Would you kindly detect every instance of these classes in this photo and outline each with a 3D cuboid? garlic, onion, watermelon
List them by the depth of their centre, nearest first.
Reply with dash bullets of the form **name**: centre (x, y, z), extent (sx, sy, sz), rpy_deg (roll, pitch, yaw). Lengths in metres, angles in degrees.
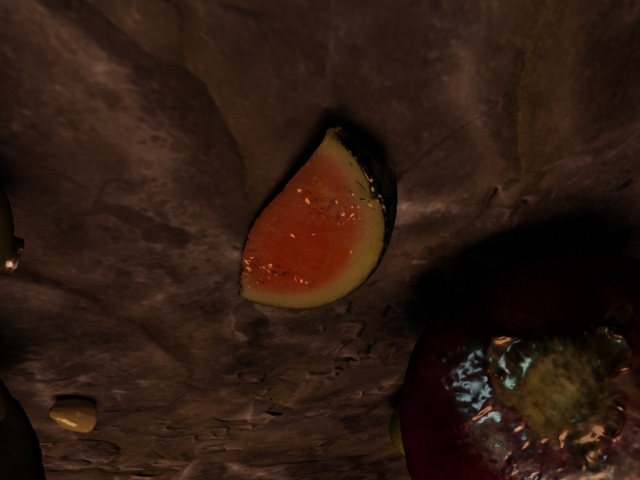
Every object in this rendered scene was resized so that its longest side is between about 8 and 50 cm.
- **watermelon**: centre (-0.001, -0.005, 0.475), extent (0.119, 0.063, 0.245), rpy_deg (20, 140, -13)
- **onion**: centre (0.306, 0.212, 0.653), extent (0.398, 0.399, 0.420), rpy_deg (-22, 168, 10)
- **garlic**: centre (-0.329, 0.239, 0.699), extent (0.053, 0.041, 0.083), rpy_deg (2, 149, -14)

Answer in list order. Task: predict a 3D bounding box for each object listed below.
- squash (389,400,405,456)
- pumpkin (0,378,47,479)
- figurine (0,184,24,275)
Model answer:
- **squash**: centre (0.204, 0.318, 0.915), extent (0.132, 0.133, 0.247), rpy_deg (3, 140, -23)
- **pumpkin**: centre (-0.385, 0.188, 0.405), extent (0.257, 0.292, 0.328), rpy_deg (-29, 158, -16)
- **figurine**: centre (-0.234, -0.044, 0.288), extent (0.141, 0.166, 0.250), rpy_deg (-8, 138, -50)
